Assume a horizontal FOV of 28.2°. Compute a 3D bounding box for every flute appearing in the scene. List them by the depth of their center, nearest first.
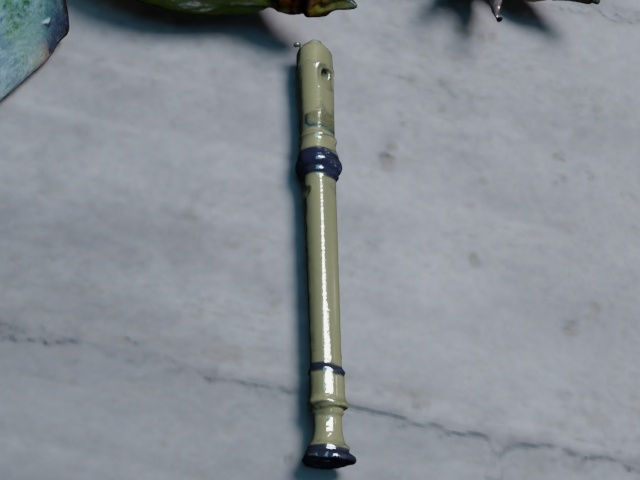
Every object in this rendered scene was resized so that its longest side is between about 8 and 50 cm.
[{"bbox_3d":[0.000,0.000,0.647,0.027,0.027,0.233,3,64,-12],"label":"flute"}]

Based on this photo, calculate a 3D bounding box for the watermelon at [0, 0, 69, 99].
[{"bbox_3d":[-0.287,-0.164,0.570,0.322,0.175,0.188,28,62,1],"label":"watermelon"}]

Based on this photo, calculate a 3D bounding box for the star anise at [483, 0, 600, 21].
[{"bbox_3d":[0.085,-0.173,0.727,0.129,0.056,0.124,-2,55,-18],"label":"star anise"}]

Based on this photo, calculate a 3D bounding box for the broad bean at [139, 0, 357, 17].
[{"bbox_3d":[-0.138,-0.189,0.680,0.339,0.061,0.077,30,55,0],"label":"broad bean"}]
